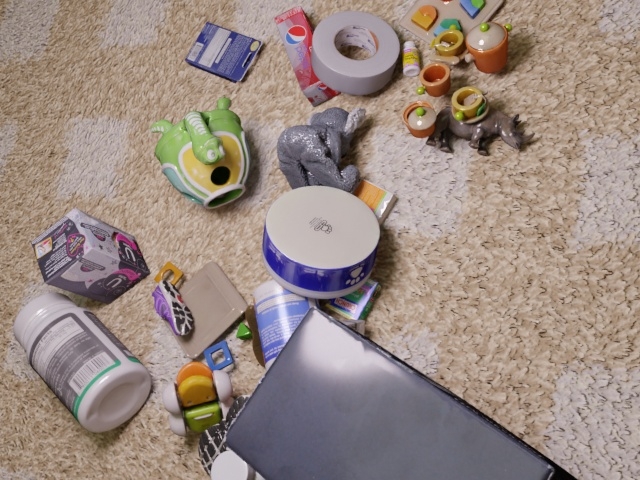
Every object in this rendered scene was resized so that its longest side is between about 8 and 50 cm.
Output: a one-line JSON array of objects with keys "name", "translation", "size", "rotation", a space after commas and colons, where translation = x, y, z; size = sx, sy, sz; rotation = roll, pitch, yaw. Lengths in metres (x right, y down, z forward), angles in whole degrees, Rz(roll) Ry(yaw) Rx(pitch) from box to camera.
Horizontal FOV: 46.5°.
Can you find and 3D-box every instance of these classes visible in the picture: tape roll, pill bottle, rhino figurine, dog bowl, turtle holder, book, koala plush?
[{"name": "tape roll", "translation": [0.086, -0.472, 1.868], "size": [0.219, 0.072, 0.219], "rotation": [2, 62, -4]}, {"name": "pill bottle", "translation": [-0.060, 0.231, 1.695], "size": [0.152, 0.152, 0.272], "rotation": [-20, 65, 17]}, {"name": "rhino figurine", "translation": [0.371, -0.256, 1.717], "size": [0.243, 0.073, 0.106], "rotation": [8, 79, 25]}, {"name": "pill bottle", "translation": [0.227, -0.457, 1.869], "size": [0.043, 0.043, 0.083], "rotation": [-11, 68, 21]}, {"name": "dog bowl", "translation": [0.000, 0.000, 1.699], "size": [0.265, 0.104, 0.265], "rotation": [4, 48, -5]}, {"name": "turtle holder", "translation": [-0.272, -0.218, 1.876], "size": [0.320, 0.243, 0.227], "rotation": [-33, 79, 52]}, {"name": "pill bottle", "translation": [-0.613, 0.299, 1.893], "size": [0.361, 0.204, 0.204], "rotation": [37, 89, 30]}, {"name": "pill bottle", "translation": [-0.146, 0.505, 1.604], "size": [0.117, 0.208, 0.117], "rotation": [-8, 69, 22]}, {"name": "book", "translation": [0.102, -0.096, 1.806], "size": [0.144, 0.035, 0.096], "rotation": [32, 88, 31]}, {"name": "koala plush", "translation": [0.013, -0.246, 1.822], "size": [0.196, 0.203, 0.221], "rotation": [1, 46, 43]}]

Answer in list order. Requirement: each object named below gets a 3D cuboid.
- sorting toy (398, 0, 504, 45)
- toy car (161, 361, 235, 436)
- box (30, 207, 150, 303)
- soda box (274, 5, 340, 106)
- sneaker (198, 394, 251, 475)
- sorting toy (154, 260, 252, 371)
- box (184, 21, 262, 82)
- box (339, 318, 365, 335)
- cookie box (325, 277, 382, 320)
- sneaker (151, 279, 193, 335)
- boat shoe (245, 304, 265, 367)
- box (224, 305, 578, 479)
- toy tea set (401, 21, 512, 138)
[{"name": "sorting toy", "translation": [0.324, -0.578, 1.871], "size": [0.208, 0.038, 0.193], "rotation": [41, 92, 30]}, {"name": "toy car", "translation": [-0.286, 0.363, 1.750], "size": [0.159, 0.182, 0.136], "rotation": [-13, 35, -10]}, {"name": "box", "translation": [-0.595, 0.047, 1.947], "size": [0.163, 0.247, 0.142], "rotation": [-35, 63, 10]}, {"name": "soda box", "translation": [-0.036, -0.490, 1.972], "size": [0.083, 0.092, 0.263], "rotation": [-25, 64, 12]}, {"name": "sneaker", "translation": [-0.178, 0.448, 1.696], "size": [0.279, 0.118, 0.107], "rotation": [-47, 57, 32]}, {"name": "sorting toy", "translation": [-0.293, 0.176, 1.883], "size": [0.196, 0.047, 0.347], "rotation": [-42, 61, 2]}, {"name": "box", "translation": [-0.271, -0.534, 2.126], "size": [0.225, 0.036, 0.136], "rotation": [27, 85, 31]}, {"name": "box", "translation": [0.040, 0.249, 1.604], "size": [0.038, 0.186, 0.145], "rotation": [4, 91, 26]}, {"name": "cookie box", "translation": [0.077, 0.130, 1.732], "size": [0.092, 0.040, 0.107], "rotation": [27, 85, 28]}, {"name": "sneaker", "translation": [-0.374, 0.178, 1.862], "size": [0.071, 0.068, 0.170], "rotation": [-46, 50, 16]}, {"name": "boat shoe", "translation": [-0.137, 0.227, 1.790], "size": [0.056, 0.049, 0.152], "rotation": [-15, 85, 23]}, {"name": "box", "translation": [0.168, 0.404, 1.347], "size": [0.480, 0.472, 0.297], "rotation": [31, 87, 29]}, {"name": "toy tea set", "translation": [0.304, -0.382, 1.696], "size": [0.200, 0.124, 0.336], "rotation": [12, 64, 27]}]
